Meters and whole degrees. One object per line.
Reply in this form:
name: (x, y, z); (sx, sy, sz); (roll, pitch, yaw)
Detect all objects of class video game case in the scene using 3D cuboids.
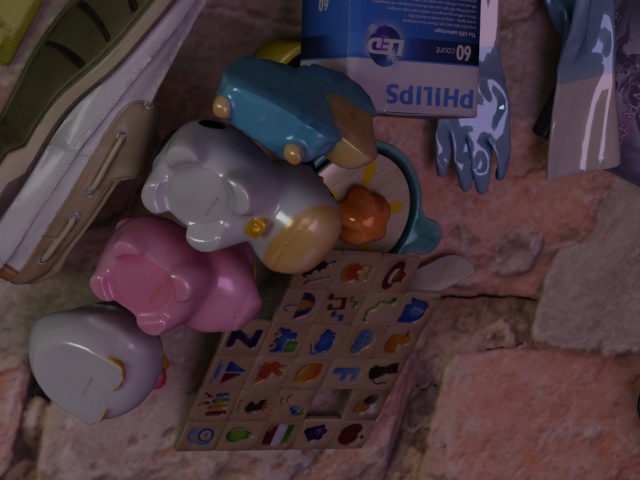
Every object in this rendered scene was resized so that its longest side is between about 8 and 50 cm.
video game case: (0.351, -0.143, 1.566); (0.274, 0.026, 0.196); (22, 97, -34)

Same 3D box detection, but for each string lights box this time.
string lights box: (0.060, -0.230, 1.292); (0.133, 0.077, 0.260); (1, 93, -33)

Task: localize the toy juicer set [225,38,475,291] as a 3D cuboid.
toy juicer set: (0.000, 0.000, 1.387); (0.209, 0.089, 0.329); (-44, 124, -8)

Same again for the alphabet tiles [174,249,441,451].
alphabet tiles: (-0.005, 0.102, 1.424); (0.198, 0.009, 0.237); (4, 127, -30)

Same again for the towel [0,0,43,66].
towel: (-0.223, -0.254, 1.205); (0.102, 0.021, 0.237); (25, 96, -33)

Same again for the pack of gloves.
pack of gloves: (0.191, -0.155, 1.440); (0.195, 0.046, 0.232); (-13, 111, -19)

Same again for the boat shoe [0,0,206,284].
boat shoe: (-0.178, -0.098, 1.245); (0.103, 0.113, 0.302); (35, 101, -35)

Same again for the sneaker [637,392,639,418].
sneaker: (0.434, 0.191, 1.696); (0.163, 0.086, 0.226); (-34, 132, -1)

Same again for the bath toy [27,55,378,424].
bath toy: (-0.095, 0.010, 1.254); (0.151, 0.129, 0.348); (39, 119, -4)
